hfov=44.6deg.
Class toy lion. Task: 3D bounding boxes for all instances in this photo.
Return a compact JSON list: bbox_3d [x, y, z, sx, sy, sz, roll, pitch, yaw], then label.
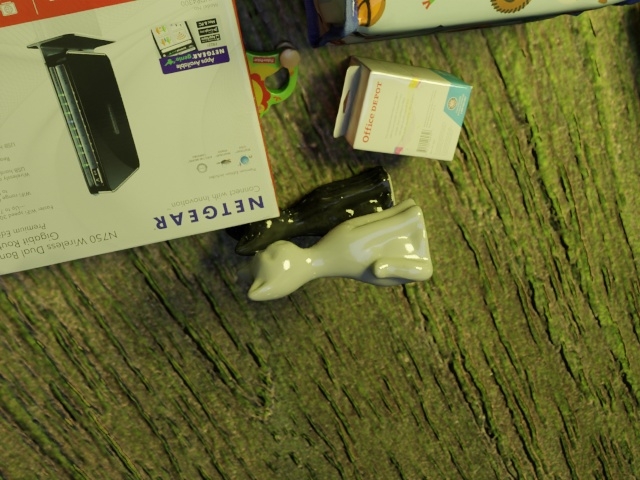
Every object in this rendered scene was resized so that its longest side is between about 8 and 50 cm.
[{"bbox_3d":[-0.077,-0.179,0.897,0.100,0.034,0.096,-3,123,-14],"label":"toy lion"}]

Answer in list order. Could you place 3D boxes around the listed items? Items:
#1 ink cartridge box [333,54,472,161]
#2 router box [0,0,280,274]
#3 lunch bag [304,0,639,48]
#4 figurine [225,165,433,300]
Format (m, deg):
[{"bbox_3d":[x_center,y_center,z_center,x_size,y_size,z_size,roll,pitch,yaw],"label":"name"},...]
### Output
[{"bbox_3d":[0.086,-0.157,0.914,0.143,0.090,0.092,6,113,-16],"label":"ink cartridge box"},{"bbox_3d":[-0.233,-0.139,0.823,0.335,0.082,0.301,-12,118,-1],"label":"router box"},{"bbox_3d":[0.131,-0.399,0.737,0.327,0.239,0.386,-8,101,-10],"label":"lunch bag"},{"bbox_3d":[0.000,0.000,0.899,0.209,0.215,0.093,-13,113,-6],"label":"figurine"}]
